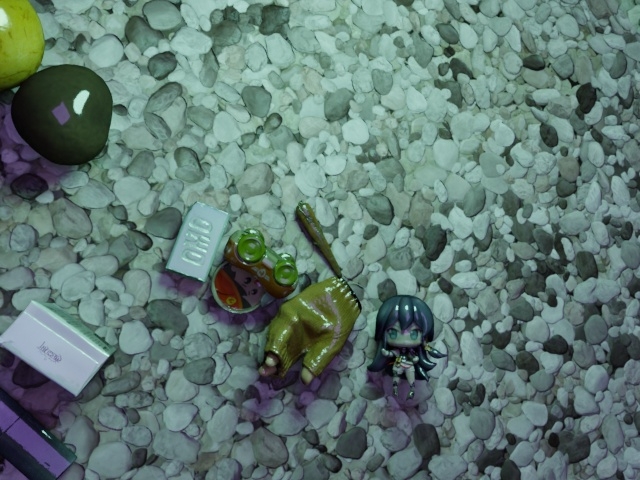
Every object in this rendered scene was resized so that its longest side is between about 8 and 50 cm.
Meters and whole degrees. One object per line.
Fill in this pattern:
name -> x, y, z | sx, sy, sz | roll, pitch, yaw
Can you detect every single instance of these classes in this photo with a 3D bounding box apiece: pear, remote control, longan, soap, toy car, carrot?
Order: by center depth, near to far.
pear -> -0.799, -0.489, 1.415 | 0.280, 0.281, 0.281 | 2, 82, -16
remote control -> -0.755, 0.431, 1.424 | 0.377, 0.044, 0.107 | 45, 77, -6
longan -> -0.625, -0.315, 1.477 | 0.246, 0.215, 0.246 | -4, 107, -14
soap -> -0.327, 0.005, 1.602 | 0.114, 0.063, 0.198 | 20, 77, -12
toy car -> -0.186, 0.100, 1.609 | 0.235, 0.145, 0.235 | -1, 99, -5
carrot -> 0.000, 0.000, 1.714 | 0.049, 0.049, 0.254 | -31, 96, -18

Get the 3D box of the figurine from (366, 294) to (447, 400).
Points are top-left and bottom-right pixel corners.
figurine -> 0.231, 0.283, 1.667 | 0.175, 0.197, 0.265 | 9, 100, -16

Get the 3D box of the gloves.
gloves -> -0.035, 0.244, 1.609 | 0.356, 0.155, 0.203 | -40, 102, -33

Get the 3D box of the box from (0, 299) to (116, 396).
box -> -0.592, 0.242, 1.378 | 0.203, 0.274, 0.116 | 39, 75, -8
